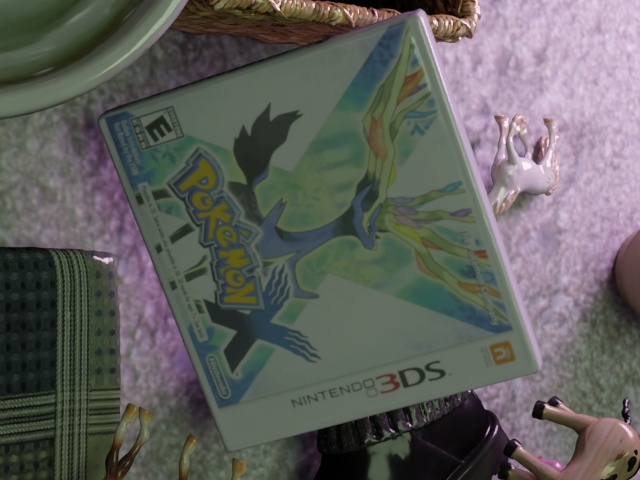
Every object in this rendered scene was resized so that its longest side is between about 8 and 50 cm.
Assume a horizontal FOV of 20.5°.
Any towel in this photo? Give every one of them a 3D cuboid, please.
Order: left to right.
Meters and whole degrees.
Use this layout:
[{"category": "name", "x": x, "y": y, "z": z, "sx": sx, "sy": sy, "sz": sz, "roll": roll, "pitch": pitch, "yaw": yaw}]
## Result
[{"category": "towel", "x": -0.290, "y": 0.166, "z": 1.472, "sx": 0.312, "sy": 0.056, "sz": 0.324, "roll": 0, "pitch": 91, "yaw": -53}]

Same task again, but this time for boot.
[{"category": "boot", "x": 0.010, "y": 0.186, "z": 1.661, "sx": 0.348, "sy": 0.131, "sz": 0.260, "roll": -44, "pitch": 118, "yaw": -30}]

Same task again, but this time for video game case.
[{"category": "video game case", "x": 0.000, "y": 0.000, "z": 1.526, "sx": 0.036, "sy": 0.300, "sz": 0.329, "roll": -57, "pitch": 129, "yaw": -69}]

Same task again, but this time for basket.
[{"category": "basket", "x": -0.023, "y": -0.286, "z": 1.561, "sx": 0.299, "sy": 0.223, "sz": 0.214, "roll": 4, "pitch": 90, "yaw": -33}]

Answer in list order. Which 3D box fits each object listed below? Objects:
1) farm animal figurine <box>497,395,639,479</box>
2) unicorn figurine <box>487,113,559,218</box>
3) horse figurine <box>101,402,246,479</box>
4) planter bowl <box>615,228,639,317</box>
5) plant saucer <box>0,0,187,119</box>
[{"category": "farm animal figurine", "x": 0.201, "y": 0.343, "z": 1.678, "sx": 0.326, "sy": 0.172, "sz": 0.330, "roll": -26, "pitch": 136, "yaw": -49}, {"category": "unicorn figurine", "x": 0.197, "y": -0.073, "z": 1.816, "sx": 0.162, "sy": 0.060, "sz": 0.111, "roll": 2, "pitch": 91, "yaw": -34}, {"category": "horse figurine", "x": -0.160, "y": 0.241, "z": 1.534, "sx": 0.174, "sy": 0.066, "sz": 0.263, "roll": -62, "pitch": 145, "yaw": -7}, {"category": "planter bowl", "x": 0.392, "y": 0.035, "z": 1.924, "sx": 0.162, "sy": 0.109, "sz": 0.162, "roll": -2, "pitch": 94, "yaw": -34}, {"category": "plant saucer", "x": -0.276, "y": -0.289, "z": 1.409, "sx": 0.400, "sy": 0.100, "sz": 0.401, "roll": 0, "pitch": 87, "yaw": -4}]
